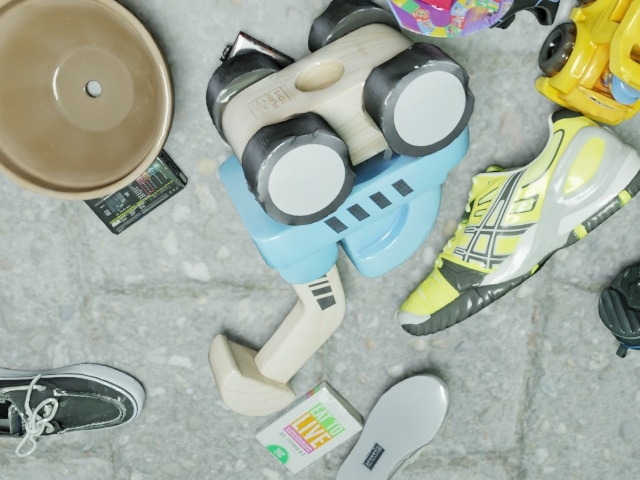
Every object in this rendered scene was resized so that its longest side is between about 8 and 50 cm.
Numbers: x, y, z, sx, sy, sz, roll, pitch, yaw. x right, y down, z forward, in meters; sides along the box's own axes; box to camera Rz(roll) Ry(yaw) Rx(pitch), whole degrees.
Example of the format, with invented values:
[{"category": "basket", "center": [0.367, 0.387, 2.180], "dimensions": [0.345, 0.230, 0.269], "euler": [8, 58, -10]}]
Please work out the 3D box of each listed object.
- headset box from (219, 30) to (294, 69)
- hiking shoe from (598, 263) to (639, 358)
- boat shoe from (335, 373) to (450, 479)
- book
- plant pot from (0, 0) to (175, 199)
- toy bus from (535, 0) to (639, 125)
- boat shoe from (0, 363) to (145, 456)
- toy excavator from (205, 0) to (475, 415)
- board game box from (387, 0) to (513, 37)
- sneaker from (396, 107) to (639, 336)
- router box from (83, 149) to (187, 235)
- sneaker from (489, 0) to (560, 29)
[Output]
[{"category": "headset box", "center": [-0.083, -0.214, 0.834], "dimensions": [0.083, 0.032, 0.062], "euler": [25, 110, -16]}, {"category": "hiking shoe", "center": [0.532, 0.040, 0.968], "dimensions": [0.304, 0.113, 0.132], "euler": [-37, 141, 5]}, {"category": "boat shoe", "center": [0.121, 0.304, 1.046], "dimensions": [0.096, 0.088, 0.268], "euler": [36, 114, 22]}, {"category": "book", "center": [-0.018, 0.296, 1.068], "dimensions": [0.144, 0.035, 0.096], "euler": [-39, 107, 14]}, {"category": "plant pot", "center": [-0.281, -0.173, 0.788], "dimensions": [0.237, 0.110, 0.238], "euler": [0, 106, 2]}, {"category": "toy bus", "center": [0.375, -0.228, 0.764], "dimensions": [0.149, 0.211, 0.220], "euler": [19, 113, -14]}, {"category": "boat shoe", "center": [-0.415, 0.242, 0.973], "dimensions": [0.306, 0.105, 0.113], "euler": [9, 113, -8]}, {"category": "toy excavator", "center": [0.000, 0.000, 0.843], "dimensions": [0.432, 0.222, 0.445], "euler": [-29, 131, -4]}, {"category": "board game box", "center": [0.125, -0.291, 0.706], "dimensions": [0.133, 0.033, 0.169], "euler": [-20, 70, -9]}, {"category": "sneaker", "center": [0.241, -0.013, 0.906], "dimensions": [0.384, 0.145, 0.147], "euler": [-43, 77, 23]}, {"category": "router box", "center": [-0.250, -0.077, 0.880], "dimensions": [0.122, 0.038, 0.092], "euler": [-33, 112, 10]}, {"category": "sneaker", "center": [0.175, -0.293, 0.791], "dimensions": [0.232, 0.081, 0.091], "euler": [-3, 107, -4]}]
